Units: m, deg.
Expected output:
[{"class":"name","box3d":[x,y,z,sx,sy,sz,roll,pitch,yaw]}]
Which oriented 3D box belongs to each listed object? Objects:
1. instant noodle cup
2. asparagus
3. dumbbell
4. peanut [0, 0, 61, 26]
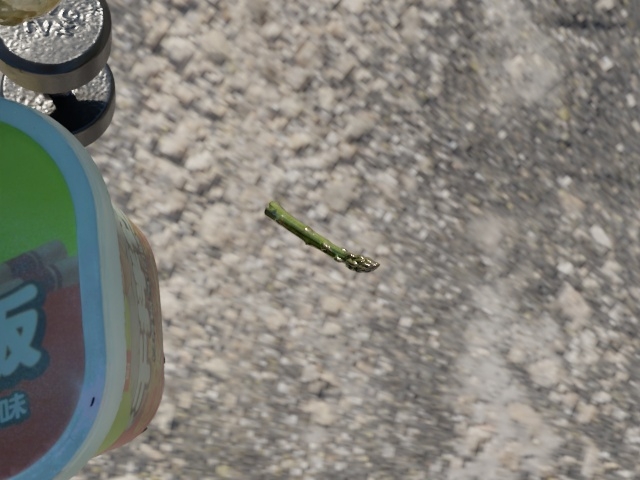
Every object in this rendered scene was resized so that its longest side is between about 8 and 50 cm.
[{"class":"instant noodle cup","box3d":[-0.239,0.058,1.105,0.294,0.308,0.294,-1,83,6]},{"class":"asparagus","box3d":[0.000,0.000,1.117,0.114,0.014,0.015,31,130,37]},{"class":"dumbbell","box3d":[-0.339,-0.224,2.005,0.152,0.218,0.152,2,65,-5]},{"class":"peanut","box3d":[-0.214,-0.191,0.841,0.087,0.206,0.087,-29,38,26]}]
